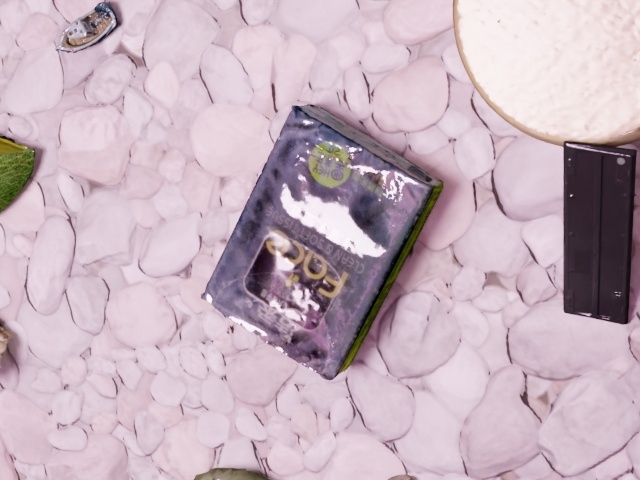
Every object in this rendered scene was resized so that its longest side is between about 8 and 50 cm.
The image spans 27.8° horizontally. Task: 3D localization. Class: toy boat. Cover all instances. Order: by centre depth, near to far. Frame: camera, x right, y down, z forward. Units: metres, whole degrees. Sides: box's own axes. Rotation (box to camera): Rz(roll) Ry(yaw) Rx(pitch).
[{"bbox_3d":[-0.254,-0.227,1.399,0.083,0.038,0.038,-30,87,23],"label":"toy boat"}]

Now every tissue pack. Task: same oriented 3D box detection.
[{"bbox_3d":[0.000,0.000,1.315,0.173,0.073,0.235,33,110,15],"label":"tissue pack"}]

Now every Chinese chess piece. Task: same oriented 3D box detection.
[{"bbox_3d":[0.243,-0.207,1.163,0.250,0.097,0.251,5,102,23],"label":"Chinese chess piece"}]

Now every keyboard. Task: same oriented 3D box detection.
[{"bbox_3d":[0.256,-0.003,1.193,0.067,0.011,0.202,11,131,22],"label":"keyboard"}]

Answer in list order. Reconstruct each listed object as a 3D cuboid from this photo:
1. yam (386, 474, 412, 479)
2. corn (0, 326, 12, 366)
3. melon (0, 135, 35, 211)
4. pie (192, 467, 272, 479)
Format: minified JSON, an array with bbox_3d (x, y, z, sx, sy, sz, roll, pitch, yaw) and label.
[{"bbox_3d":[0.090,0.319,1.360,0.032,0.032,0.145,-3,100,23],"label":"yam"},{"bbox_3d":[-0.445,0.084,1.517,0.211,0.087,0.087,38,112,5],"label":"corn"},{"bbox_3d":[-0.475,-0.072,1.448,0.265,0.169,0.129,19,108,20],"label":"melon"},{"bbox_3d":[-0.098,0.432,1.436,0.296,0.078,0.371,-10,96,25],"label":"pie"}]
